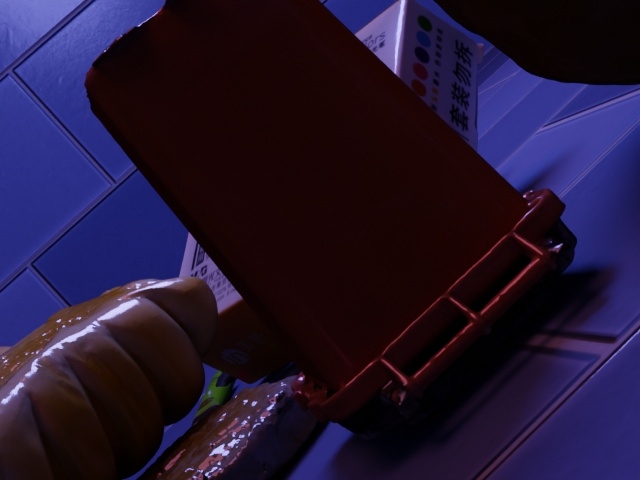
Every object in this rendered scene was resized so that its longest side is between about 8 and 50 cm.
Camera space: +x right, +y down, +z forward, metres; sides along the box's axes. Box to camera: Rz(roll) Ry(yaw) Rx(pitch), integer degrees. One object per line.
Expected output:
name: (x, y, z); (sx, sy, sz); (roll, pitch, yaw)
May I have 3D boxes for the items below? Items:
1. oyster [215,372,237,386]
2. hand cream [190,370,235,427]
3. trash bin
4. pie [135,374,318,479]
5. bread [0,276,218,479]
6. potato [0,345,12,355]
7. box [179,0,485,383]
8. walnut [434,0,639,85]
oyster: (0.008, 0.006, 1.168); (0.271, 0.100, 0.275); (-19, 48, 53)
hand cream: (-0.102, 0.154, 1.254); (0.036, 0.023, 0.122); (-38, 9, 14)
trash bin: (-0.002, -0.027, 0.658); (0.161, 0.238, 0.184); (-43, 6, -8)
pie: (-0.078, 0.155, 0.845); (0.195, 0.046, 0.195); (-40, 3, 3)
bread: (-0.204, 0.145, 0.913); (0.173, 0.121, 0.311); (-15, 21, 48)
potato: (-0.254, 0.192, 1.093); (0.150, 0.146, 0.234); (-22, -44, -26)
box: (0.001, -0.034, 1.019); (0.274, 0.091, 0.221); (-30, 41, 43)
walnut: (0.195, -0.253, 0.725); (0.354, 0.308, 0.398); (-4, 22, 23)
